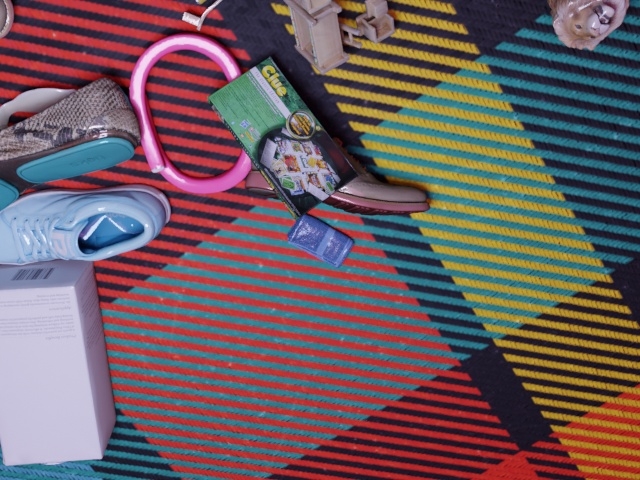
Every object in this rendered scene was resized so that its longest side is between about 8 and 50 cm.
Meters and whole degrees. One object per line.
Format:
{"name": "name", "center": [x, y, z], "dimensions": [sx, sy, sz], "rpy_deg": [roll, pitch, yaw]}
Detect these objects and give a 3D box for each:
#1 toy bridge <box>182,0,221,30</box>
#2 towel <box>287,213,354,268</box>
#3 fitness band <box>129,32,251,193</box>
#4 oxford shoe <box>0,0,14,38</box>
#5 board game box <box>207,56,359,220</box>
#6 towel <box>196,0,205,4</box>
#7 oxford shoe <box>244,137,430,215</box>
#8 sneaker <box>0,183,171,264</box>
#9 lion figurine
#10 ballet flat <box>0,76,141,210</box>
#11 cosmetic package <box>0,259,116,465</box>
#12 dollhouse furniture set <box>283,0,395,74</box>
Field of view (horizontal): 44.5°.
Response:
{"name": "toy bridge", "center": [-0.176, -0.446, 1.324], "dimensions": [0.063, 0.026, 0.188], "rpy_deg": [19, 108, -10]}
{"name": "towel", "center": [0.000, 0.000, 1.500], "dimensions": [0.119, 0.029, 0.067], "rpy_deg": [29, 105, -11]}
{"name": "fitness band", "center": [-0.224, -0.222, 1.399], "dimensions": [0.208, 0.054, 0.291], "rpy_deg": [-13, 111, 2]}
{"name": "oxford shoe", "center": [-0.707, -0.410, 1.261], "dimensions": [0.396, 0.146, 0.141], "rpy_deg": [15, 108, -8]}
{"name": "board game box", "center": [-0.064, -0.176, 1.340], "dimensions": [0.136, 0.030, 0.260], "rpy_deg": [-35, 86, -12]}
{"name": "towel", "center": [-0.196, -0.452, 1.341], "dimensions": [0.083, 0.009, 0.060], "rpy_deg": [-35, 107, 10]}
{"name": "oxford shoe", "center": [0.043, -0.121, 1.414], "dimensions": [0.348, 0.123, 0.130], "rpy_deg": [10, 84, -18]}
{"name": "sneaker", "center": [-0.460, -0.022, 1.409], "dimensions": [0.365, 0.150, 0.135], "rpy_deg": [-14, 109, 3]}
{"name": "lion figurine", "center": [0.369, -0.509, 1.288], "dimensions": [0.392, 0.142, 0.240], "rpy_deg": [38, 131, 0]}
{"name": "ballet flat", "center": [-0.547, -0.151, 1.362], "dimensions": [0.482, 0.164, 0.182], "rpy_deg": [-23, 71, 3]}
{"name": "cosmetic package", "center": [-0.519, 0.232, 1.495], "dimensions": [0.196, 0.155, 0.366], "rpy_deg": [-2, 110, -2]}
{"name": "dollhouse furniture set", "center": [0.028, -0.404, 1.295], "dimensions": [0.160, 0.101, 0.182], "rpy_deg": [-32, 145, -13]}
